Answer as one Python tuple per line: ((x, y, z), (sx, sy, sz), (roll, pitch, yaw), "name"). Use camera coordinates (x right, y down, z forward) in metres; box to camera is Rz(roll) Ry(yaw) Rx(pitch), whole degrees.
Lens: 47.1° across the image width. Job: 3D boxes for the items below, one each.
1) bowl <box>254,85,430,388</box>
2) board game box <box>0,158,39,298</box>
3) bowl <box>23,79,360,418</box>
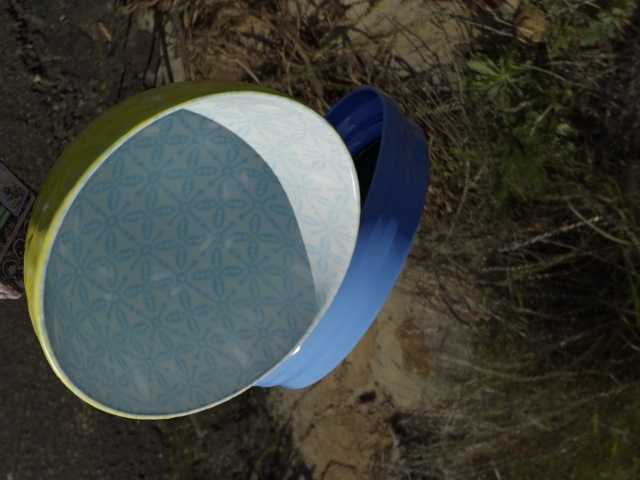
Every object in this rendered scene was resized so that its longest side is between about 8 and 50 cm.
((0.000, 0.000, 0.911), (0.077, 0.391, 0.391), (25, 112, -18), "bowl")
((-0.541, -0.055, 0.964), (0.232, 0.141, 0.291), (-4, 143, 28), "board game box")
((-0.123, -0.013, 0.623), (0.289, 0.156, 0.289), (-23, 131, -30), "bowl")
